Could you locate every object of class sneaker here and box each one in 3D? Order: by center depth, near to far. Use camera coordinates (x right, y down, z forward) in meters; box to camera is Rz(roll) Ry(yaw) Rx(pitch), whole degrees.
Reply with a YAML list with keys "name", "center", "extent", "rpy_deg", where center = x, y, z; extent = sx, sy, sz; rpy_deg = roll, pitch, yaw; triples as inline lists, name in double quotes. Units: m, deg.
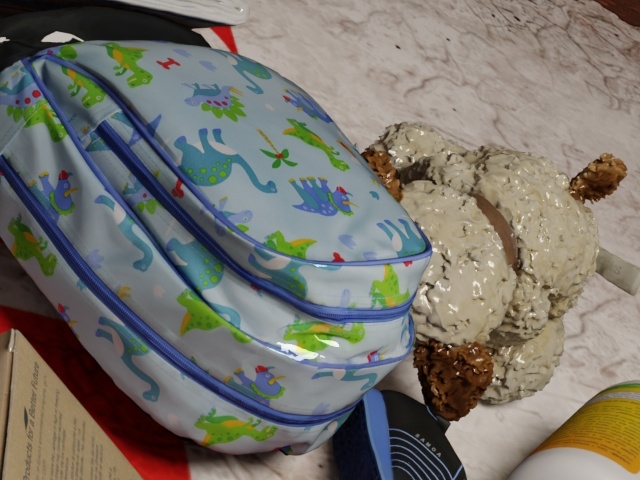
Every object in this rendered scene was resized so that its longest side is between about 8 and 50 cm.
- name: "sneaker"
  center: [0.066, 0.194, 1.380]
  extent: [0.090, 0.081, 0.232]
  rpy_deg: [18, 34, -15]

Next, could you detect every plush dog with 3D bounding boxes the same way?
- name: "plush dog"
  center: [0.121, 0.013, 1.514]
  extent: [0.225, 0.211, 0.262]
  rpy_deg: [-27, 88, -46]

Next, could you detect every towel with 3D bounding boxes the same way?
- name: "towel"
  center: [-0.214, -0.195, 1.491]
  extent: [0.209, 0.034, 0.285]
  rpy_deg: [8, -2, -38]

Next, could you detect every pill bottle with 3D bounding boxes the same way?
- name: "pill bottle"
  center: [0.215, 0.210, 1.451]
  extent: [0.136, 0.136, 0.246]
  rpy_deg: [44, 32, 12]

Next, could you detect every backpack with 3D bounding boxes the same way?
- name: "backpack"
  center: [-0.086, -0.008, 1.373]
  extent: [0.290, 0.273, 0.355]
  rpy_deg: [6, 55, -53]

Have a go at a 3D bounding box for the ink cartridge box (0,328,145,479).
- name: "ink cartridge box"
  center: [-0.164, 0.200, 1.064]
  extent: [0.193, 0.088, 0.234]
  rpy_deg: [55, 19, -34]
